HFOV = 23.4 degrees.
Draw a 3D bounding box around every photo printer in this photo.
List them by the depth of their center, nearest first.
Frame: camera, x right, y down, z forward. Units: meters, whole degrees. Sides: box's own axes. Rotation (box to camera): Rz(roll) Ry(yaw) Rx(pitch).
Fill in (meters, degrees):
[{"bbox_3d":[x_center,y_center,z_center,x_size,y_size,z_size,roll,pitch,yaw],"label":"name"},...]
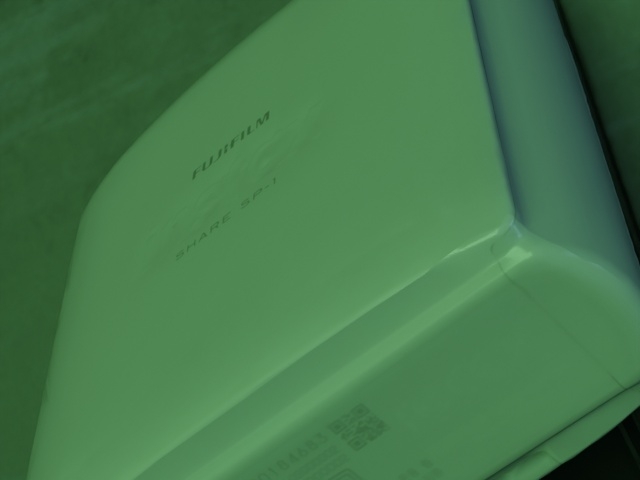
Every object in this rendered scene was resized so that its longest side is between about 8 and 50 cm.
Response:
[{"bbox_3d":[0.000,0.000,0.645,0.256,0.107,0.307,-37,27,22],"label":"photo printer"}]

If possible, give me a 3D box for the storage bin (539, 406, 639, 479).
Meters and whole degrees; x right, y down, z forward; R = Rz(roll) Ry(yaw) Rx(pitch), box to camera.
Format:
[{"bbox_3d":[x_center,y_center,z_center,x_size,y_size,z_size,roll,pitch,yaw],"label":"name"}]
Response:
[{"bbox_3d":[0.096,0.102,0.632,0.122,0.084,0.180,-38,45,19],"label":"storage bin"}]
